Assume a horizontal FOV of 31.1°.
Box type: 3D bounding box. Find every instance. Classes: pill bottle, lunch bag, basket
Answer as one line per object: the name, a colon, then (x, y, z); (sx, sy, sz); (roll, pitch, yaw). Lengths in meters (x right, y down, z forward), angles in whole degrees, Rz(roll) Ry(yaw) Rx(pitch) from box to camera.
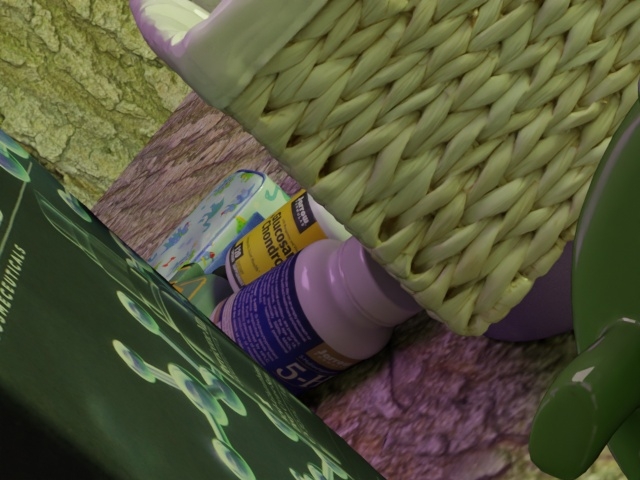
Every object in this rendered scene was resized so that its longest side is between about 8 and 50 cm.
pill bottle: (0.000, 0.000, 1.153); (0.184, 0.103, 0.103); (-38, 20, 24)
lunch bag: (-0.129, 0.015, 1.427); (0.219, 0.090, 0.176); (-49, 17, -10)
pill bottle: (-0.001, 0.063, 1.005); (0.186, 0.112, 0.112); (-33, 22, 35)
basket: (0.081, -0.166, 0.771); (0.328, 0.266, 0.331); (-45, 20, 2)

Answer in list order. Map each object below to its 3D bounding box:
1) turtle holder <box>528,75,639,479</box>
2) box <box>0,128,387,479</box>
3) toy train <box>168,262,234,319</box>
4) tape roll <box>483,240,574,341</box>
turtle holder: (0.228, -0.021, 0.401); (0.243, 0.320, 0.227); (13, 29, 35)
box: (-0.098, 0.167, 0.539); (0.212, 0.395, 0.293); (-45, 18, 4)
toy train: (-0.177, 0.139, 1.178); (0.190, 0.142, 0.334); (-15, 22, 36)
tape roll: (0.186, -0.057, 0.871); (0.275, 0.090, 0.275); (-38, 21, 17)
